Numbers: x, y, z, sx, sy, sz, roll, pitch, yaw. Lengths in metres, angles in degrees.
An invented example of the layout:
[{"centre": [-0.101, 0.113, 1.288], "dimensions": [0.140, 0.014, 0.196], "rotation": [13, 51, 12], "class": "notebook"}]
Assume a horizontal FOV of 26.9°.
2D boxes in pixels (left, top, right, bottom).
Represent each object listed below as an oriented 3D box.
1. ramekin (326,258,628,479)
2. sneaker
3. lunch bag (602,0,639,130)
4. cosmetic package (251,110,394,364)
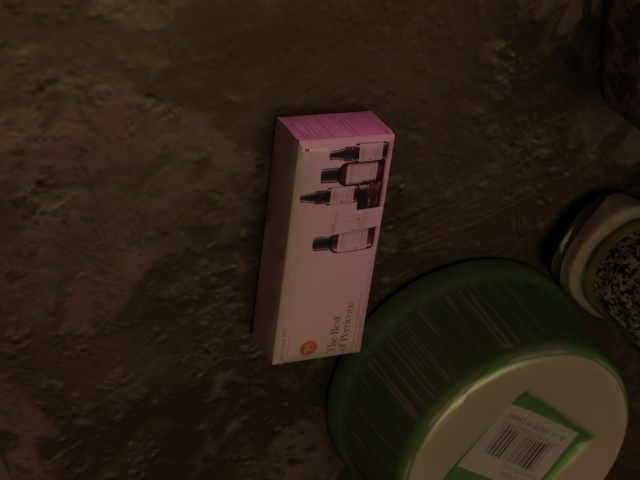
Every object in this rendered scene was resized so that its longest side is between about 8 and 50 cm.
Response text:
[{"centre": [0.173, 0.185, 1.403], "dimensions": [0.303, 0.148, 0.303], "rotation": [-12, 124, -19], "class": "ramekin"}, {"centre": [0.425, 0.106, 1.456], "dimensions": [0.410, 0.182, 0.158], "rotation": [27, 106, -36], "class": "sneaker"}, {"centre": [0.444, -0.173, 1.244], "dimensions": [0.305, 0.256, 0.212], "rotation": [-14, 125, -17], "class": "lunch bag"}, {"centre": [0.000, 0.000, 1.260], "dimensions": [0.099, 0.060, 0.239], "rotation": [-6, 122, -22], "class": "cosmetic package"}]
